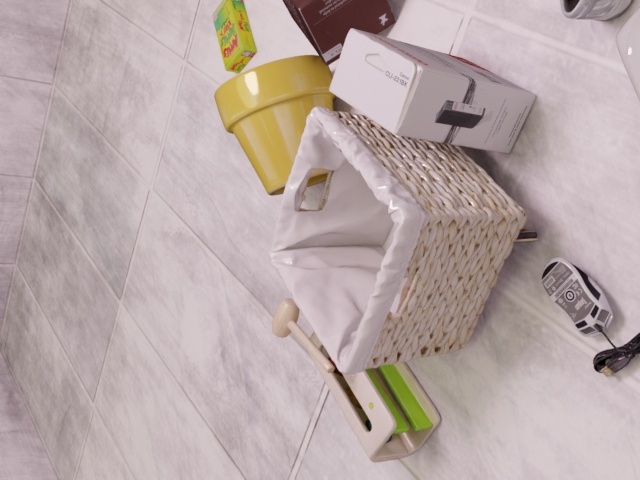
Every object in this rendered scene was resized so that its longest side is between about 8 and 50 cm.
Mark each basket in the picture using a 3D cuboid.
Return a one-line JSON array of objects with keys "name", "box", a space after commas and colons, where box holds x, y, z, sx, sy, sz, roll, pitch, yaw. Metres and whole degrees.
[{"name": "basket", "box": [0.117, -0.006, 1.334, 0.331, 0.266, 0.328, 56, 138, 44]}]

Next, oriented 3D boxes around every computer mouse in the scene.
[{"name": "computer mouse", "box": [0.407, 0.104, 1.187, 0.193, 0.042, 0.106, 59, 136, 28]}]

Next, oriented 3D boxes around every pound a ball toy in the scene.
[{"name": "pound a ball toy", "box": [0.045, 0.262, 1.499, 0.319, 0.208, 0.136, 55, 128, 37]}]

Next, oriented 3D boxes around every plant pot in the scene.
[{"name": "plant pot", "box": [-0.071, -0.231, 1.673, 0.254, 0.254, 0.239, -20, 87, 50]}]

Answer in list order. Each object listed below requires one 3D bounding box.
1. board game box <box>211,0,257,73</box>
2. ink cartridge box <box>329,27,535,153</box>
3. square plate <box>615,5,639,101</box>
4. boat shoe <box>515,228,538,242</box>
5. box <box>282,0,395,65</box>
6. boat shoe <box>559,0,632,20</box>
[{"name": "board game box", "box": [-0.222, -0.531, 2.030, 0.092, 0.043, 0.181, -38, 59, 43]}, {"name": "ink cartridge box", "box": [0.182, -0.244, 1.308, 0.197, 0.273, 0.114, 43, 120, 45]}, {"name": "square plate", "box": [0.500, -0.223, 0.976, 0.344, 0.049, 0.347, 121, 143, -61]}, {"name": "boat shoe", "box": [0.305, -0.019, 1.321, 0.137, 0.049, 0.043, 8, 92, 57]}, {"name": "box", "box": [0.015, -0.499, 1.579, 0.168, 0.167, 0.203, -33, 54, 2]}, {"name": "boat shoe", "box": [0.403, -0.481, 1.141, 0.118, 0.103, 0.320, 24, 119, 48]}]
